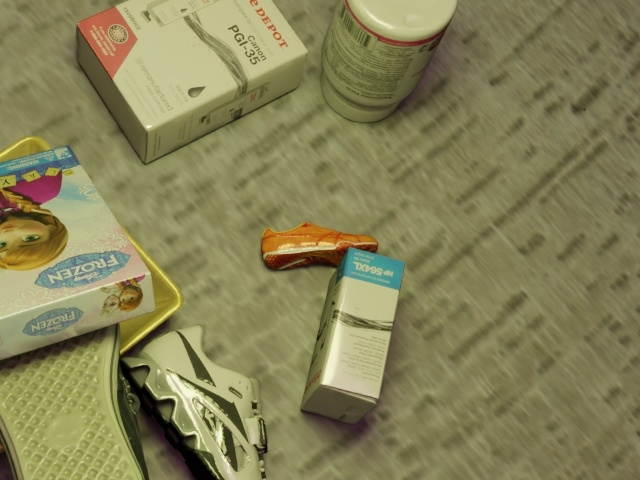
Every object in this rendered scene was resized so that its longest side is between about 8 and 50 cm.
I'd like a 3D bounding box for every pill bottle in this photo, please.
[{"bbox_3d":[0.089,-0.297,1.716,0.160,0.283,0.160,4,68,-10],"label":"pill bottle"}]

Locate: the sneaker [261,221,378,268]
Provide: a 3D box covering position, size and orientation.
[{"bbox_3d":[0.000,0.000,1.702,0.175,0.064,0.067,0,58,-14],"label":"sneaker"}]

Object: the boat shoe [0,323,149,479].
[{"bbox_3d":[-0.312,0.208,1.422,0.186,0.156,0.500,-14,57,-14],"label":"boat shoe"}]

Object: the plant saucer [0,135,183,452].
[{"bbox_3d":[-0.414,0.073,1.578,0.332,0.081,0.333,-39,80,-23],"label":"plant saucer"}]

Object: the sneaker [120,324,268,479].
[{"bbox_3d":[-0.114,0.254,1.537,0.146,0.122,0.331,-33,85,-25],"label":"sneaker"}]

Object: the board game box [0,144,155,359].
[{"bbox_3d":[-0.407,0.021,1.427,0.318,0.066,0.318,-18,41,-22],"label":"board game box"}]

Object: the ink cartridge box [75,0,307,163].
[{"bbox_3d":[-0.192,-0.277,1.742,0.283,0.117,0.207,-30,77,-20],"label":"ink cartridge box"}]

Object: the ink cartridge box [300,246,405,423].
[{"bbox_3d":[0.044,0.134,1.607,0.085,0.148,0.203,16,66,-6],"label":"ink cartridge box"}]
